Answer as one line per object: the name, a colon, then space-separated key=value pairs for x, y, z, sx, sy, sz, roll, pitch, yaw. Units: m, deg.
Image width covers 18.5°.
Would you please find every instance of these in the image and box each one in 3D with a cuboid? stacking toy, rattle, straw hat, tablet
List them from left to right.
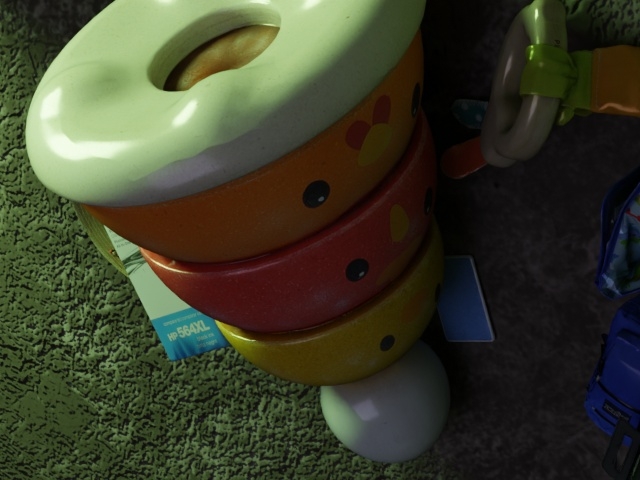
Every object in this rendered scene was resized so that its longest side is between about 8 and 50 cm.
straw hat: x=-0.172 y=-0.026 z=1.909 sx=0.144 sy=0.061 sz=0.144 roll=30 pitch=146 yaw=23
stacking toy: x=0.000 y=0.000 z=1.679 sx=0.350 sy=0.351 sz=0.480 roll=2 pitch=133 yaw=39
tablet: x=0.124 y=0.052 z=1.747 sx=0.054 sy=0.006 sz=0.083 roll=-3 pitch=110 yaw=41
rattle: x=0.194 y=-0.105 z=1.589 sx=0.200 sy=0.142 sz=0.130 roll=111 pitch=147 yaw=-55

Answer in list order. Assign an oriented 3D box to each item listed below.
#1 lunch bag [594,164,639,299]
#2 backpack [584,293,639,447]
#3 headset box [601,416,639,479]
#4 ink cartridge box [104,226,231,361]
lunch bag: x=0.281 y=-0.028 z=1.489 sx=0.096 sy=0.129 sz=0.151 roll=45 pitch=135 yaw=11
backpack: x=0.265 y=0.114 z=1.602 sx=0.098 sy=0.101 sz=0.120 roll=38 pitch=134 yaw=26
headset box: x=0.353 y=0.207 z=1.489 sx=0.283 sy=0.131 sz=0.246 roll=16 pitch=126 yaw=6
ink cartridge box: x=-0.110 y=-0.014 z=1.803 sx=0.086 sy=0.148 sz=0.203 roll=-17 pitch=102 yaw=45
